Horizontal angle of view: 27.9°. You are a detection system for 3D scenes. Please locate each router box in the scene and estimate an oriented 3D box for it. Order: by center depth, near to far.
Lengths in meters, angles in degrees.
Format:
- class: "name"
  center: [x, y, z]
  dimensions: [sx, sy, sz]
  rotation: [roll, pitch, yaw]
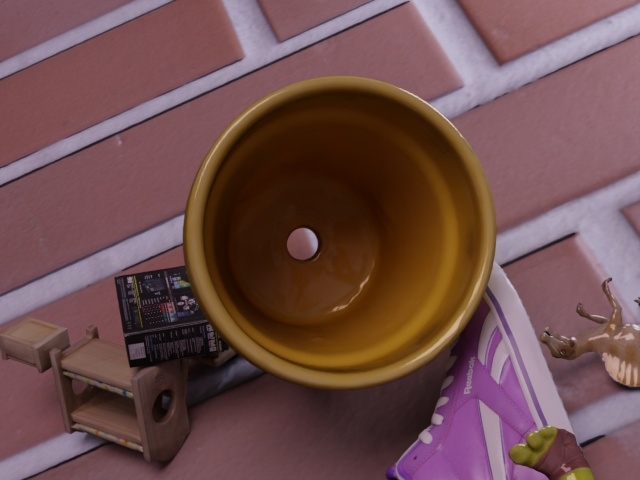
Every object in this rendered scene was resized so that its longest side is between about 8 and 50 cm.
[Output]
- class: "router box"
  center: [-0.140, 0.067, 1.203]
  dimensions: [0.092, 0.038, 0.122]
  rotation: [-10, 26, -9]

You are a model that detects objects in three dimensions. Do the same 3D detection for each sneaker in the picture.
- class: "sneaker"
  center: [0.119, 0.135, 1.088]
  dimensions: [0.161, 0.102, 0.282]
  rotation: [-21, 44, 8]

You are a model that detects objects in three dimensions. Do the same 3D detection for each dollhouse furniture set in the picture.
- class: "dollhouse furniture set"
  center: [-0.187, 0.120, 1.266]
  dimensions: [0.182, 0.101, 0.161]
  rotation: [13, 31, 33]

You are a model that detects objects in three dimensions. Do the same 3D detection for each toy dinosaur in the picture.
- class: "toy dinosaur"
  center: [0.283, 0.085, 1.109]
  dimensions: [0.183, 0.053, 0.092]
  rotation: [7, 63, 13]

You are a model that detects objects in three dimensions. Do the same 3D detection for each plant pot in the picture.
- class: "plant pot"
  center: [0.000, 0.000, 1.136]
  dimensions: [0.254, 0.254, 0.239]
  rotation: [-35, 3, -10]

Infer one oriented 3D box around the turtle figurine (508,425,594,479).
- class: "turtle figurine"
  center: [0.194, 0.234, 0.873]
  dimensions: [0.087, 0.269, 0.217]
  rotation: [-4, 44, -25]
